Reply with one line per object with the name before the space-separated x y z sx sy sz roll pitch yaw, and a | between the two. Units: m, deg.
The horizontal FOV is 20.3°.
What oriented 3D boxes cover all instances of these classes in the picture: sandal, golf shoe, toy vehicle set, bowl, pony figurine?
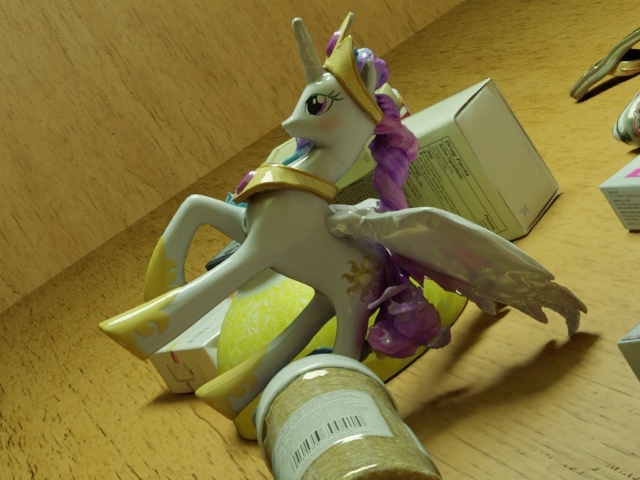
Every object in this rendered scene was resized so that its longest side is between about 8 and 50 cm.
sandal | 0.399 -0.234 2.333 0.180 0.049 0.072 -43 -2 35
golf shoe | 0.398 -0.172 1.992 0.186 0.067 0.086 -37 10 -20
toy vehicle set | 0.001 -0.093 2.014 0.166 0.035 0.267 -30 12 17
bowl | -0.005 0.063 1.873 0.289 0.156 0.289 -31 11 7
pony figurine | 0.027 0.021 1.626 0.363 0.351 0.303 -54 11 -5

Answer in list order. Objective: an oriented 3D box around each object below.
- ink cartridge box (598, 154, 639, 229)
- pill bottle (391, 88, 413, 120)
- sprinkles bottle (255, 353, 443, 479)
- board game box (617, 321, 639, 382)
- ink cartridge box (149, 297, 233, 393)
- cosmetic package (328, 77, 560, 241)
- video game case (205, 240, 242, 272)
ink cartridge box | 0.416 -0.094 1.632 0.239 0.060 0.275 -37 12 -14
pill bottle | 0.102 -0.116 2.354 0.086 0.152 0.086 -32 11 7
sprinkles bottle | 0.024 0.181 1.363 0.121 0.121 0.355 -33 11 -1
board game box | 0.411 -0.002 1.213 0.319 0.066 0.318 -37 11 -24
ink cartridge box | -0.131 0.127 2.174 0.115 0.067 0.198 -38 14 -28
cosmetic package | 0.098 -0.047 2.052 0.309 0.160 0.113 -23 15 39
video game case | -0.015 -0.050 2.706 0.248 0.035 0.275 -21 16 46
